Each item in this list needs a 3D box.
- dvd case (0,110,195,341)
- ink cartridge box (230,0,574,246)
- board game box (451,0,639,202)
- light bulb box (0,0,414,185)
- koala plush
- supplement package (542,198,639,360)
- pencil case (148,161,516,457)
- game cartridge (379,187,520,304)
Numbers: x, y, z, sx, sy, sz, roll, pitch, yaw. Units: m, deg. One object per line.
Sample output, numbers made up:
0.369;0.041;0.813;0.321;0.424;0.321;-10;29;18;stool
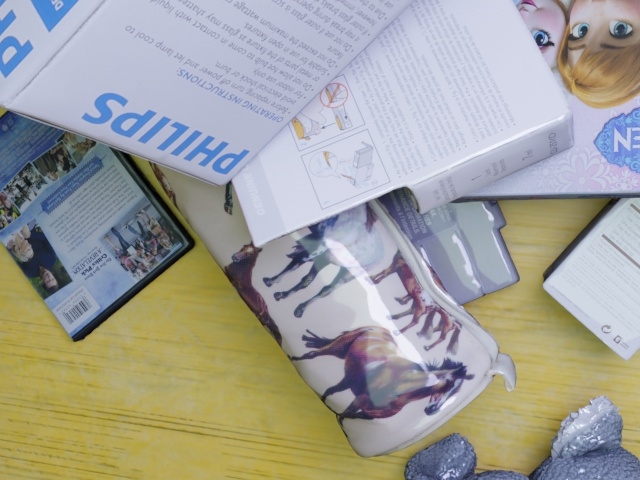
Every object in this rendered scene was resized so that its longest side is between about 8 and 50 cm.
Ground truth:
-0.279;-0.039;1.097;0.180;0.022;0.253;-39;84;12;dvd case
0.029;-0.157;0.825;0.261;0.066;0.296;-23;65;6;ink cartridge box
0.221;-0.192;0.815;0.319;0.066;0.318;0;88;47;board game box
-0.089;-0.299;0.713;0.361;0.225;0.358;-41;59;19;light bulb box
0.215;0.264;0.925;0.221;0.203;0.196;-24;88;2;koala plush
0.304;0.005;0.917;0.105;0.105;0.179;42;101;8;supplement package
0.000;0.000;0.904;0.183;0.160;0.410;-40;83;33;pencil case
0.035;-0.082;1.002;0.230;0.068;0.355;-23;88;10;game cartridge
